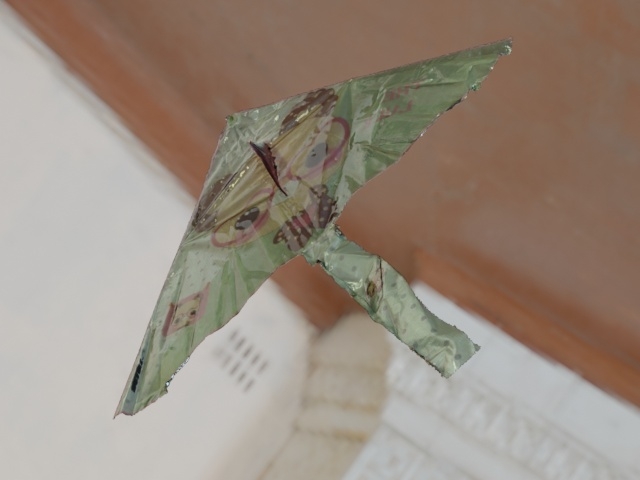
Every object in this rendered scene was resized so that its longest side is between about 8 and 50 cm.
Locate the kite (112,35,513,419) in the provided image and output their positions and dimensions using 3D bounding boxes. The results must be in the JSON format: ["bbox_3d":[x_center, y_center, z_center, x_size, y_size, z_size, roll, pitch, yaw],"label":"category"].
[{"bbox_3d":[-0.001,-0.001,0.741,0.012,0.229,0.250,42,-177,-32],"label":"kite"}]
